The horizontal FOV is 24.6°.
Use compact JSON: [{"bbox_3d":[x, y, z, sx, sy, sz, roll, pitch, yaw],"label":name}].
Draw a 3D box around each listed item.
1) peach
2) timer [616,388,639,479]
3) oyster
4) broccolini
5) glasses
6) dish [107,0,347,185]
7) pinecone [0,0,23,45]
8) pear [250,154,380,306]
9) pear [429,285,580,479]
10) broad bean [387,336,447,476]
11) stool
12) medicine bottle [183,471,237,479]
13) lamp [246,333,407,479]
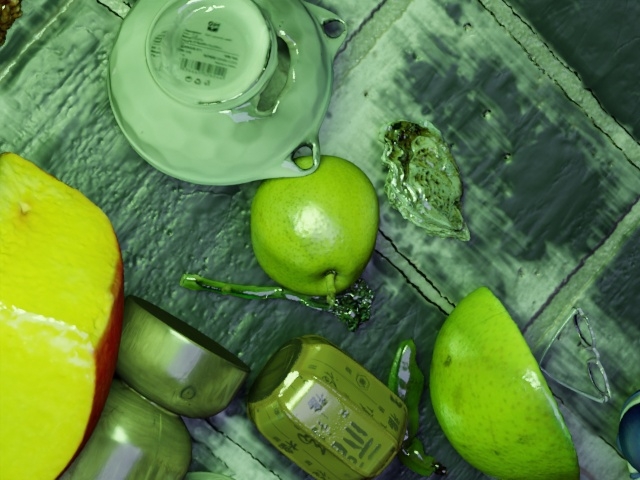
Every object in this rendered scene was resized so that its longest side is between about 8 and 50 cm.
[{"bbox_3d":[-0.357,0.108,1.663,0.242,0.306,0.380,19,103,-21],"label":"peach"},{"bbox_3d":[0.521,0.377,2.005,0.270,0.270,0.383,-23,89,-11],"label":"timer"},{"bbox_3d":[0.133,-0.073,1.902,0.125,0.064,0.177,-17,93,-28],"label":"oyster"},{"bbox_3d":[-0.050,0.067,1.873,0.254,0.057,0.071,7,60,-20],"label":"broccolini"},{"bbox_3d":[0.325,0.168,1.989,0.104,0.062,0.140,-18,102,-11],"label":"glasses"},{"bbox_3d":[-0.120,-0.208,1.717,0.303,0.120,0.303,-1,78,3],"label":"dish"},{"bbox_3d":[-0.423,-0.302,1.638,0.221,0.221,0.221,-2,99,-15],"label":"pinecone"},{"bbox_3d":[0.000,0.000,1.795,0.166,0.180,0.216,-2,55,-21],"label":"pear"},{"bbox_3d":[0.238,0.225,1.881,0.139,0.239,0.288,-26,103,-11],"label":"pear"},{"bbox_3d":[0.117,0.227,1.947,0.061,0.046,0.195,-15,98,0],"label":"broad bean"},{"bbox_3d":[-0.228,0.222,1.781,0.179,0.179,0.264,33,89,-18],"label":"stool"},{"bbox_3d":[-0.154,0.398,1.876,0.132,0.088,0.188,2,99,-16],"label":"medicine bottle"},{"bbox_3d":[0.009,0.217,1.861,0.185,0.161,0.161,40,87,-15],"label":"lamp"}]
